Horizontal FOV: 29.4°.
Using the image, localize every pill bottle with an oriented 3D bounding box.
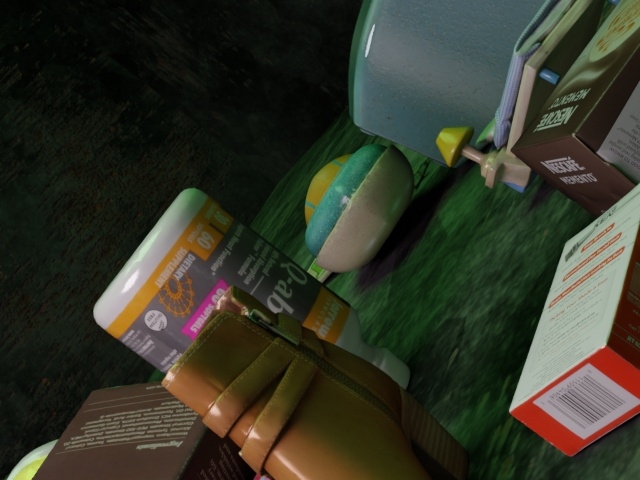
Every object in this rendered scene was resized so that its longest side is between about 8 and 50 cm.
[{"bbox_3d":[-0.062,0.090,1.157,0.162,0.278,0.162,-52,8,10],"label":"pill bottle"}]

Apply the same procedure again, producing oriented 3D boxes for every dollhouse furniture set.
[{"bbox_3d":[0.189,-0.247,1.133,0.303,0.198,0.286,-51,-18,-20],"label":"dollhouse furniture set"}]

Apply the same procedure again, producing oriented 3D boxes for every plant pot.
[{"bbox_3d":[0.156,-0.238,1.589,0.248,0.247,0.252,-97,30,-79],"label":"plant pot"}]

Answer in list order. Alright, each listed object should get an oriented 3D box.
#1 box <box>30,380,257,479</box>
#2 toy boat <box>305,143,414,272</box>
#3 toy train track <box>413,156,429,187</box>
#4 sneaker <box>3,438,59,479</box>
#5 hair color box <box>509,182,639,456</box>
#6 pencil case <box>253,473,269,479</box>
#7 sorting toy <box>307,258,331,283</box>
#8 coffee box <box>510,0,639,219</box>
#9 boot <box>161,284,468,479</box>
[{"bbox_3d":[-0.142,0.244,1.060,0.167,0.168,0.203,-10,28,26],"label":"box"},{"bbox_3d":[0.000,0.000,1.625,0.318,0.148,0.267,-56,-3,-5],"label":"toy boat"},{"bbox_3d":[0.146,-0.099,1.800,0.048,0.014,0.083,-56,-2,38],"label":"toy train track"},{"bbox_3d":[-0.269,0.356,1.079,0.147,0.145,0.385,-31,34,57],"label":"sneaker"},{"bbox_3d":[0.183,0.044,0.760,0.093,0.053,0.167,-47,11,45],"label":"hair color box"},{"bbox_3d":[-0.035,0.244,0.980,0.104,0.104,0.236,-47,10,35],"label":"pencil case"},{"bbox_3d":[0.045,-0.017,1.932,0.193,0.038,0.208,-58,9,-34],"label":"sorting toy"},{"bbox_3d":[0.269,-0.139,0.905,0.246,0.098,0.141,-53,7,-6],"label":"coffee box"},{"bbox_3d":[-0.003,0.140,0.788,0.109,0.220,0.283,-49,8,23],"label":"boot"}]
